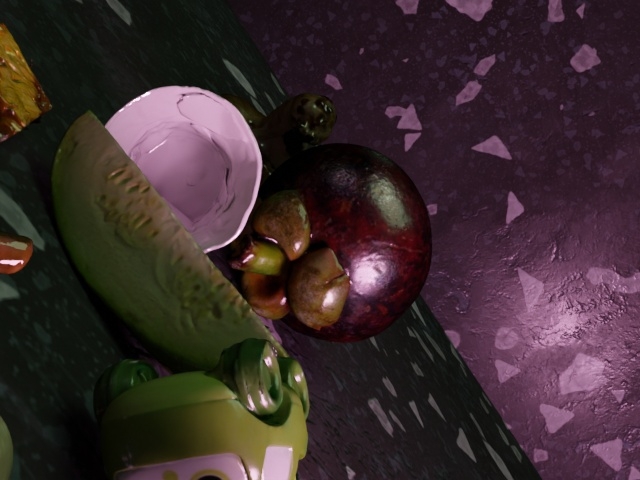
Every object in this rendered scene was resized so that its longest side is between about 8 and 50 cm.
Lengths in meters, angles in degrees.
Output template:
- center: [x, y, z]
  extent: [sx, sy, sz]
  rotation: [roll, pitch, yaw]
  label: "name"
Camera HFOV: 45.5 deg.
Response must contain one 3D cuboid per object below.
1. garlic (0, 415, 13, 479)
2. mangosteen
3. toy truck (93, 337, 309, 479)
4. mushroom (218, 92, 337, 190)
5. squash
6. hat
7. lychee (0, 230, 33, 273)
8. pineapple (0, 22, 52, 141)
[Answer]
- center: [-0.208, 0.121, 0.444]
  extent: [0.083, 0.053, 0.041]
  rotation: [54, 25, 14]
  label: "garlic"
- center: [0.012, -0.003, 1.115]
  extent: [0.300, 0.300, 0.300]
  rotation: [52, 12, -16]
  label: "mangosteen"
- center: [-0.079, 0.184, 0.605]
  extent: [0.187, 0.148, 0.210]
  rotation: [5, 72, -79]
  label: "toy truck"
- center: [-0.077, -0.142, 1.326]
  extent: [0.267, 0.254, 0.267]
  rotation: [-10, 90, -80]
  label: "mushroom"
- center: [-0.165, 0.023, 0.733]
  extent: [0.288, 0.111, 0.203]
  rotation: [55, -9, -20]
  label: "squash"
- center: [-0.166, -0.074, 0.900]
  extent: [0.203, 0.203, 0.126]
  rotation: [55, -5, -5]
  label: "hat"
- center: [-0.243, -0.026, 0.232]
  extent: [0.300, 0.255, 0.255]
  rotation: [-10, 62, -42]
  label: "lychee"
- center: [-0.312, -0.138, 0.739]
  extent: [0.116, 0.069, 0.137]
  rotation: [45, 23, -63]
  label: "pineapple"
